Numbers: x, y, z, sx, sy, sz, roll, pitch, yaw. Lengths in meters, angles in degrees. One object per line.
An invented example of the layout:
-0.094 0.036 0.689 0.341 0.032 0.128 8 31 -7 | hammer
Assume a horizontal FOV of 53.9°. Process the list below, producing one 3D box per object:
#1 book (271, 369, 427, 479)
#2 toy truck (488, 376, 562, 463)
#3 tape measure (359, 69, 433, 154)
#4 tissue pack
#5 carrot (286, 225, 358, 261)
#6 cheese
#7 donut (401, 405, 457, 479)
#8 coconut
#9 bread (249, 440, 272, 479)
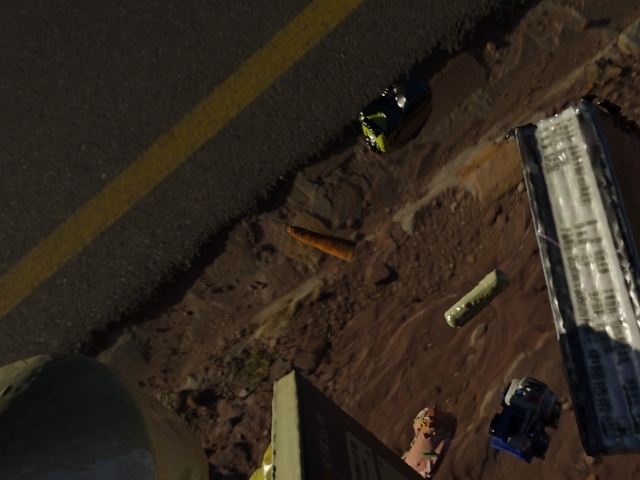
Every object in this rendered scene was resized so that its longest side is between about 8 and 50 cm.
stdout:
0.105 0.341 0.578 0.039 0.300 0.428 -34 120 18 | book
0.536 0.463 1.662 0.161 0.177 0.213 18 67 30 | toy truck
0.182 -0.301 1.534 0.199 0.186 0.112 -41 71 -3 | tape measure
0.342 0.048 0.703 0.122 0.259 0.361 -23 65 39 | tissue pack
0.000 0.000 1.808 0.210 0.061 0.061 19 89 6 | carrot
0.399 0.150 1.600 0.194 0.065 0.043 -48 38 22 | cheese
0.261 0.516 1.578 0.085 0.199 0.233 31 50 5 | donut
-0.341 0.347 0.784 0.345 0.415 0.415 18 89 27 | coconut
-0.021 0.450 1.051 0.233 0.088 0.160 32 103 19 | bread
